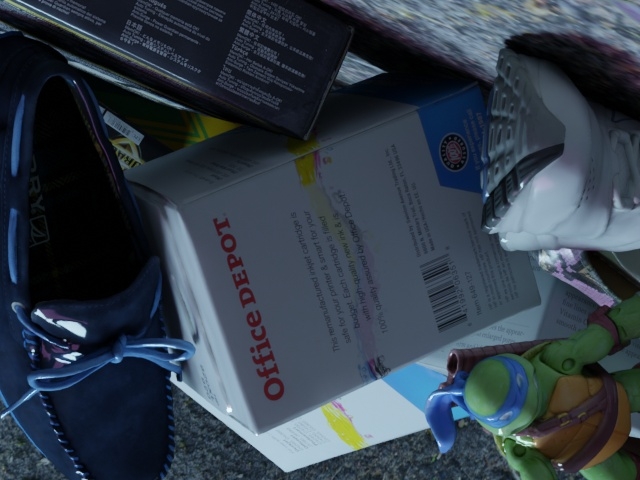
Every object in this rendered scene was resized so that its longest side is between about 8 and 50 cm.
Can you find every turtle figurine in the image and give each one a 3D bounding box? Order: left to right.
[{"bbox_3d":[0.237,0.137,1.193,0.275,0.197,0.266,-21,157,27],"label":"turtle figurine"}]

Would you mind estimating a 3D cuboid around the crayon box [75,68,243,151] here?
[{"bbox_3d":[-0.183,-0.133,1.737,0.323,0.083,0.203,39,172,-25],"label":"crayon box"}]

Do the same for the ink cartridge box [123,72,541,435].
[{"bbox_3d":[0.000,0.000,1.227,0.233,0.171,0.168,-22,-164,-18],"label":"ink cartridge box"}]

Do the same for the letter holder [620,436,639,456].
[{"bbox_3d":[0.381,0.145,1.699,0.302,0.214,0.152,25,178,-30],"label":"letter holder"}]

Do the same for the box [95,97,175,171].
[{"bbox_3d":[-0.210,-0.085,1.505,0.293,0.073,0.295,37,174,-34],"label":"box"}]

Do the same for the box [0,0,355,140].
[{"bbox_3d":[-0.216,-0.196,1.189,0.395,0.097,0.318,24,180,-26],"label":"box"}]

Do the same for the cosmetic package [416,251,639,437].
[{"bbox_3d":[0.196,0.044,1.399,0.151,0.183,0.151,24,171,-32],"label":"cosmetic package"}]

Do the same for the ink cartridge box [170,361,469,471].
[{"bbox_3d":[0.018,0.056,1.571,0.197,0.198,0.270,41,139,-24],"label":"ink cartridge box"}]

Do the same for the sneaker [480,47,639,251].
[{"bbox_3d":[0.166,-0.047,1.047,0.129,0.111,0.297,7,178,13],"label":"sneaker"}]

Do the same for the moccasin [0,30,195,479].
[{"bbox_3d":[-0.171,0.034,1.160,0.117,0.138,0.342,16,131,54],"label":"moccasin"}]

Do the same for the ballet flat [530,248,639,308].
[{"bbox_3d":[0.250,0.032,1.294,0.221,0.077,0.079,29,171,-31],"label":"ballet flat"}]
